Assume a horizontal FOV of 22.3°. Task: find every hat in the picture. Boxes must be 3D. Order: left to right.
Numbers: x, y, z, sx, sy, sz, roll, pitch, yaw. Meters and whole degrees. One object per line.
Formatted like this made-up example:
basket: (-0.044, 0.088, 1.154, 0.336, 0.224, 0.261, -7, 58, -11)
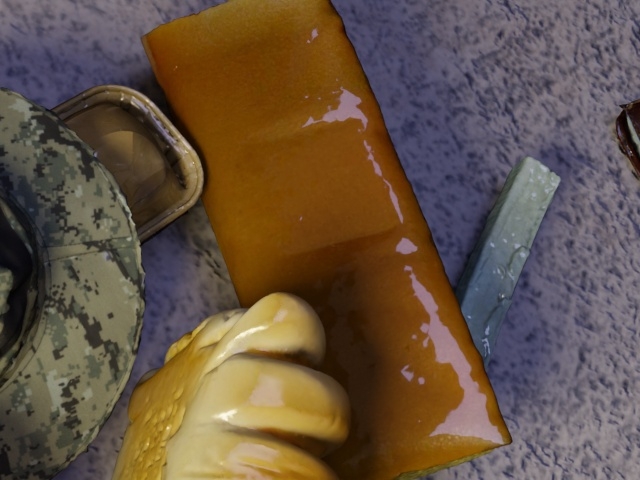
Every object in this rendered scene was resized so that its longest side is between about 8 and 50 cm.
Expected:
hat: (-0.225, 0.026, 0.915, 0.265, 0.128, 0.266, 0, 85, -2)

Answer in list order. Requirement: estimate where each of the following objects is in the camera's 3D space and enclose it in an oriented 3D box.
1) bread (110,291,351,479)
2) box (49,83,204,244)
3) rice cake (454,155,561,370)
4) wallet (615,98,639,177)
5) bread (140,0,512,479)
bread: (-0.063, 0.193, 0.931, 0.121, 0.173, 0.311, 24, 61, -24)
box: (-0.162, -0.027, 1.045, 0.111, 0.111, 0.177, 49, 54, 5)
rice cake: (0.120, 0.040, 1.183, 0.042, 0.045, 0.245, 30, 55, -6)
wallet: (0.357, -0.085, 1.380, 0.232, 0.031, 0.122, -16, 76, -30)
bread: (0.000, -0.001, 1.103, 0.138, 0.077, 0.361, -20, 71, -3)
